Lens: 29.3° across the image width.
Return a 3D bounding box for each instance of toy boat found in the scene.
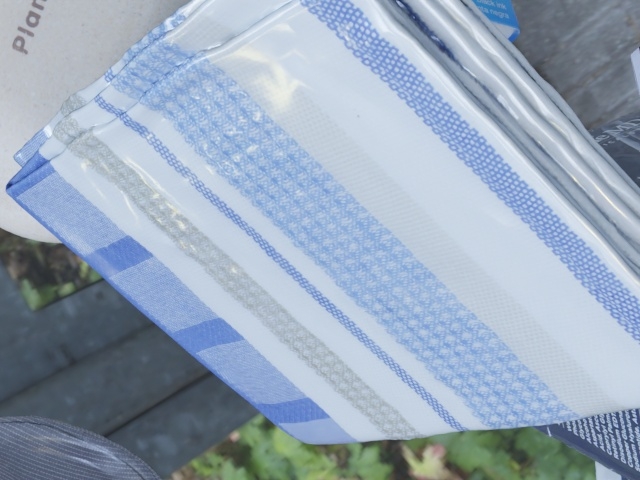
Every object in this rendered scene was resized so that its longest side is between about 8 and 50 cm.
[{"bbox_3d":[-0.110,-0.111,0.652,0.151,0.151,0.231,28,102,19],"label":"toy boat"}]

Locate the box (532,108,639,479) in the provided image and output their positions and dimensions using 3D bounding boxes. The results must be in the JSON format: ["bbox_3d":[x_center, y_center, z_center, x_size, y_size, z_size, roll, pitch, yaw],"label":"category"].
[{"bbox_3d":[0.322,0.013,0.669,0.312,0.343,0.179,24,132,59],"label":"box"}]

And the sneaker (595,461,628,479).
[{"bbox_3d":[0.311,0.219,0.961,0.127,0.321,0.126,-14,66,19],"label":"sneaker"}]

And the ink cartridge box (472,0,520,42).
[{"bbox_3d":[0.032,-0.178,0.791,0.148,0.086,0.203,-45,47,48],"label":"ink cartridge box"}]

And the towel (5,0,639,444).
[{"bbox_3d":[0.000,0.000,0.463,0.209,0.034,0.285,44,150,-15],"label":"towel"}]

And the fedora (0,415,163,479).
[{"bbox_3d":[-0.206,0.203,0.824,0.275,0.243,0.124,17,118,-4],"label":"fedora"}]

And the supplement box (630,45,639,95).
[{"bbox_3d":[0.417,-0.194,1.110,0.130,0.073,0.239,26,132,-24],"label":"supplement box"}]
